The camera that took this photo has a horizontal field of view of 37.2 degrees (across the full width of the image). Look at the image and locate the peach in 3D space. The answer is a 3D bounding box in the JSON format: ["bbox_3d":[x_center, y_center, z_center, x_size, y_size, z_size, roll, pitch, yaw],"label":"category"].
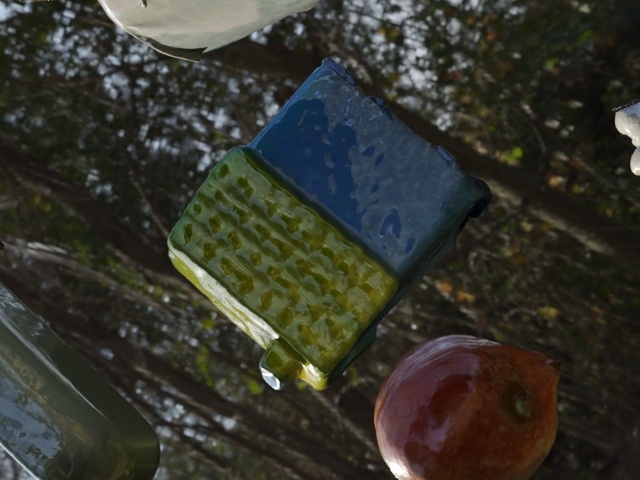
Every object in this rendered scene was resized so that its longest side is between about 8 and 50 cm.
[{"bbox_3d":[0.204,0.228,1.255,0.257,0.232,0.232,-41,-3,14],"label":"peach"}]

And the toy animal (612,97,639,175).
[{"bbox_3d":[0.393,-0.110,1.096,0.085,0.071,0.124,162,88,-82],"label":"toy animal"}]

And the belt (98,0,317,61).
[{"bbox_3d":[-0.075,-0.330,0.558,0.300,0.173,0.436,20,-126,-54],"label":"belt"}]

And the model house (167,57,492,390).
[{"bbox_3d":[0.000,0.000,1.032,0.303,0.237,0.215,-46,-11,-23],"label":"model house"}]

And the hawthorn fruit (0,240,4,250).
[{"bbox_3d":[-0.443,-0.025,0.998,0.196,0.225,0.196,-43,36,44],"label":"hawthorn fruit"}]

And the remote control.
[{"bbox_3d":[-0.190,0.005,0.424,0.038,0.309,0.090,-50,-12,-3],"label":"remote control"}]
